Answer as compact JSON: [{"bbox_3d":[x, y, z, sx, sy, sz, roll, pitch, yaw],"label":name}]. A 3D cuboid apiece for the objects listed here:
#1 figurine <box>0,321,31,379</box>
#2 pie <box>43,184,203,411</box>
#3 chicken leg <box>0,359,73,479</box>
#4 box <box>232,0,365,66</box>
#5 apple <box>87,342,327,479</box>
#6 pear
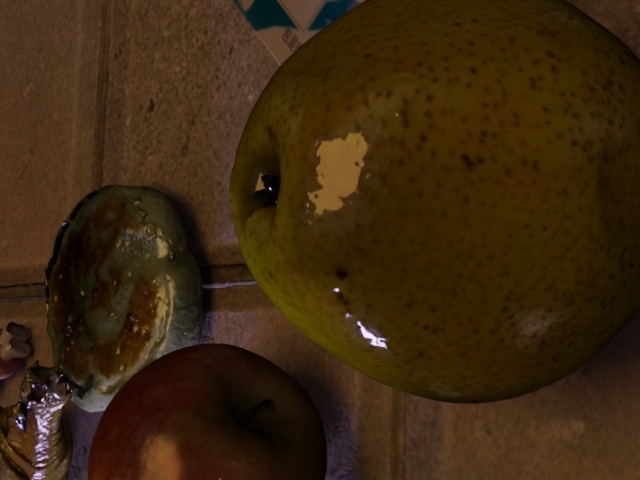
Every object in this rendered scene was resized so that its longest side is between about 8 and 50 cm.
[{"bbox_3d":[-0.370,0.132,1.512,0.129,0.054,0.072,-41,52,32],"label":"figurine"},{"bbox_3d":[-0.197,0.057,1.340,0.240,0.054,0.241,-11,75,46],"label":"pie"},{"bbox_3d":[-0.291,0.190,1.369,0.103,0.088,0.228,-114,29,-44],"label":"chicken leg"},{"bbox_3d":[0.032,-0.235,1.078,0.203,0.116,0.274,-51,58,28],"label":"box"},{"bbox_3d":[-0.092,0.183,1.109,0.174,0.188,0.188,-55,49,36],"label":"apple"},{"bbox_3d":[0.082,-0.031,0.885,0.294,0.294,0.294,-10,77,46],"label":"pear"}]
